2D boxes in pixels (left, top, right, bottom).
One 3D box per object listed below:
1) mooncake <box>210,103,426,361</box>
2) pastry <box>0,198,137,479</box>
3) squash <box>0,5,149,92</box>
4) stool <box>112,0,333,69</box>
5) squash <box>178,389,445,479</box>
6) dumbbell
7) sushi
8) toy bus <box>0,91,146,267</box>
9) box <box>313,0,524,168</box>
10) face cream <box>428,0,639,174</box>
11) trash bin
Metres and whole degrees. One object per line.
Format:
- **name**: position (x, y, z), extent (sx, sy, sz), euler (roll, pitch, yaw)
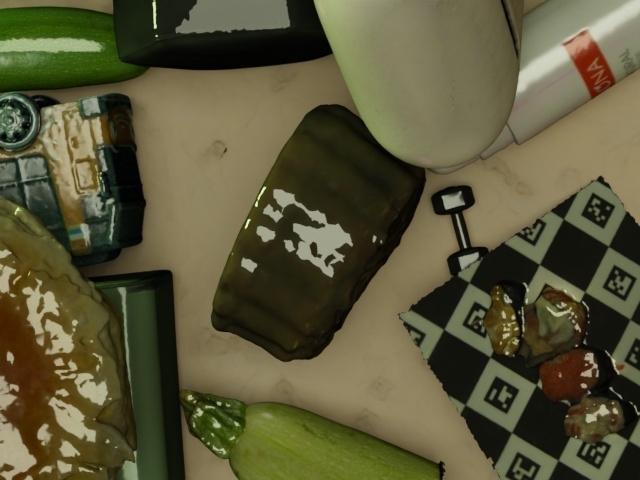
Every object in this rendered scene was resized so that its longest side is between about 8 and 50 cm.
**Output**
- **mooncake**: position (0.000, 0.000, 1.647), extent (0.124, 0.228, 0.228), euler (29, 92, 3)
- **pastry**: position (-0.301, 0.112, 1.552), extent (0.330, 0.136, 0.329), euler (0, 93, 6)
- **squash**: position (-0.300, -0.174, 1.735), extent (0.293, 0.082, 0.082), euler (-6, 90, 3)
- **stool**: position (-0.073, -0.229, 1.654), extent (0.232, 0.232, 0.141), euler (-6, 88, 4)
- **squash**: position (0.005, 0.207, 1.713), extent (0.287, 0.137, 0.137), euler (31, 93, 16)
- **dumbbell**: position (0.129, -0.009, 1.727), extent (0.036, 0.040, 0.083), euler (-14, 89, -28)
- **sushi**: position (0.240, 0.127, 1.715), extent (0.264, 0.050, 0.290), euler (-34, 87, -17)
- **toy bus**: position (-0.302, -0.044, 1.710), extent (0.275, 0.138, 0.167), euler (-11, 91, 6)
- **box**: position (0.089, -0.256, 1.560), extent (0.141, 0.288, 0.349), euler (-2, 56, 16)
- **face cream**: position (0.225, -0.172, 1.687), extent (0.345, 0.102, 0.102), euler (-33, 88, 4)
- **trash bin**: position (-0.236, 0.209, 1.696), extent (0.223, 0.158, 0.343), euler (-5, 91, 4)
